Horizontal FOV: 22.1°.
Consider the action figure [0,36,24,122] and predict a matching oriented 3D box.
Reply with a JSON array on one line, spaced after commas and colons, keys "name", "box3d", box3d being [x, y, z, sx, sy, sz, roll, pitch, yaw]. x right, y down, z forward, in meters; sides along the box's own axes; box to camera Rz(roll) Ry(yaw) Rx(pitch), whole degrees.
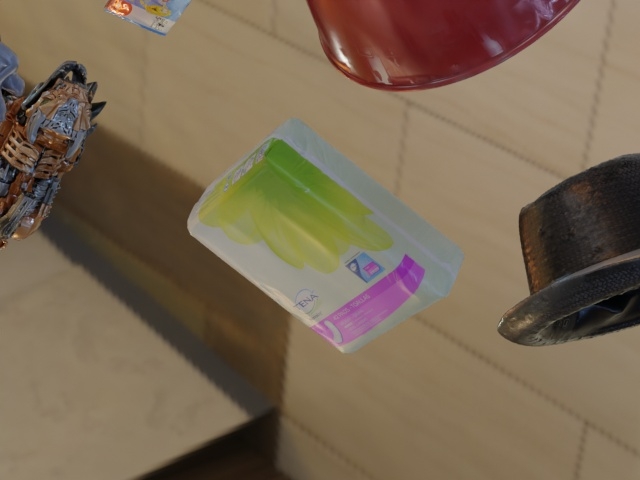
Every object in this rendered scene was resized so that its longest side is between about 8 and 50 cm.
[{"name": "action figure", "box3d": [-0.385, -0.121, 1.026, 0.370, 0.248, 0.275, 32, 144, 23]}]

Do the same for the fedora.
[{"name": "fedora", "box3d": [0.329, -0.002, 1.754, 0.334, 0.334, 0.152, -36, 68, 51]}]

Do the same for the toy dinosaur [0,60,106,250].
[{"name": "toy dinosaur", "box3d": [-0.319, -0.075, 1.616, 0.322, 0.164, 0.218, -28, 43, 26]}]

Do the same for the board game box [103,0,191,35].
[{"name": "board game box", "box3d": [-0.135, -0.447, 1.947, 0.302, 0.086, 0.308, -40, 32, 58]}]

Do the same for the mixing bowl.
[{"name": "mixing bowl", "box3d": [0.050, -0.174, 0.818, 0.181, 0.181, 0.098, 19, 160, 47]}]

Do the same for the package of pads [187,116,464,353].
[{"name": "package of pads", "box3d": [0.000, 0.000, 2.091, 0.296, 0.101, 0.229, 39, 141, -13]}]
